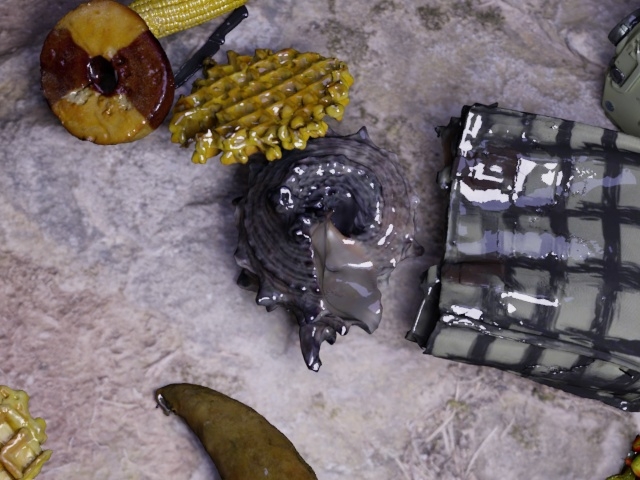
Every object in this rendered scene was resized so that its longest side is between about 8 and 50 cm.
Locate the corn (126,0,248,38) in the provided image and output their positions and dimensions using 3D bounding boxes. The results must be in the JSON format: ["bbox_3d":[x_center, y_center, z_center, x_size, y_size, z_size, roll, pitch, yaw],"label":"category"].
[{"bbox_3d":[-0.172,-0.316,1.525,0.206,0.067,0.067,-28,75,-16],"label":"corn"}]

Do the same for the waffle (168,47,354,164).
[{"bbox_3d":[-0.074,-0.172,1.429,0.232,0.051,0.228,-3,37,18],"label":"waffle"}]

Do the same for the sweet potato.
[{"bbox_3d":[-0.046,0.315,1.282,0.130,0.130,0.422,-27,69,-16],"label":"sweet potato"}]

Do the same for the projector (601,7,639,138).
[{"bbox_3d":[0.444,-0.202,1.452,0.088,0.269,0.193,-34,77,-17],"label":"projector"}]

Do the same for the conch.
[{"bbox_3d":[0.012,-0.002,1.390,0.241,0.186,0.313,18,48,-10],"label":"conch"}]

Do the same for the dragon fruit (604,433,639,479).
[{"bbox_3d":[0.414,0.287,1.357,0.175,0.138,0.142,-36,34,11],"label":"dragon fruit"}]

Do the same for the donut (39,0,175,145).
[{"bbox_3d":[-0.262,-0.203,1.446,0.184,0.073,0.166,44,94,16],"label":"donut"}]

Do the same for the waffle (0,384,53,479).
[{"bbox_3d":[-0.438,0.230,1.292,0.219,0.057,0.229,41,69,9],"label":"waffle"}]

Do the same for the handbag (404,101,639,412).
[{"bbox_3d":[0.285,0.014,1.384,0.327,0.162,0.325,14,68,-14],"label":"handbag"}]

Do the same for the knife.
[{"bbox_3d":[-0.150,-0.253,1.536,0.023,0.010,0.170,36,71,13],"label":"knife"}]
